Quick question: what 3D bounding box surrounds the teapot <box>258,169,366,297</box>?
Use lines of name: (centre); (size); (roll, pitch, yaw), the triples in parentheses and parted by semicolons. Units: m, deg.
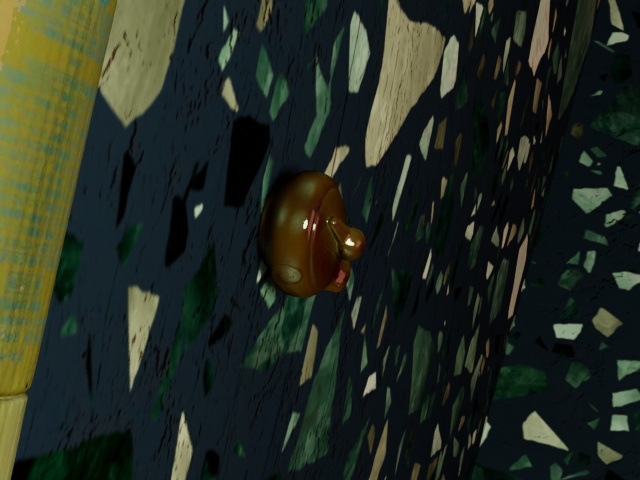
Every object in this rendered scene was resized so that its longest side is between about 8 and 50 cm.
teapot: (0.000, 0.000, 1.101); (0.129, 0.078, 0.098); (73, 33, -59)

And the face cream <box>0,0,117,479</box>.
face cream: (-0.156, -0.004, 0.599); (0.139, 0.067, 0.285); (20, 82, -73)
